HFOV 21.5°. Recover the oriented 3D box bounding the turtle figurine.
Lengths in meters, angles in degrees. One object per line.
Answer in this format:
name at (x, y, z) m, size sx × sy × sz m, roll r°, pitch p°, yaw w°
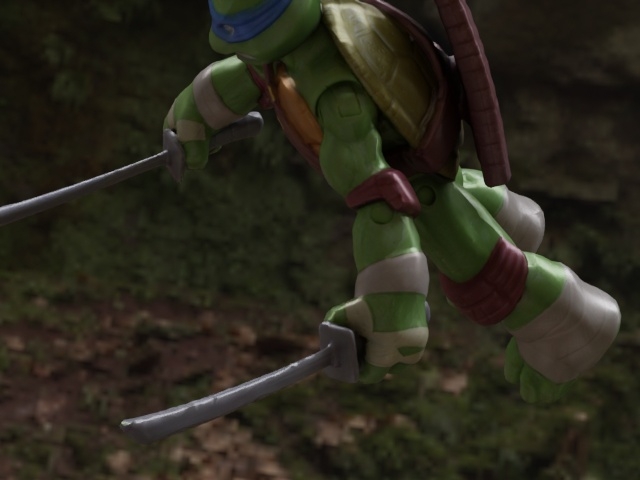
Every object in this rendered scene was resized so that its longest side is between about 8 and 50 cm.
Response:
turtle figurine at (0.000, 0.000, 0.815) m, size 0.266 × 0.274 × 0.198 m, roll 34°, pitch -18°, yaw -37°
